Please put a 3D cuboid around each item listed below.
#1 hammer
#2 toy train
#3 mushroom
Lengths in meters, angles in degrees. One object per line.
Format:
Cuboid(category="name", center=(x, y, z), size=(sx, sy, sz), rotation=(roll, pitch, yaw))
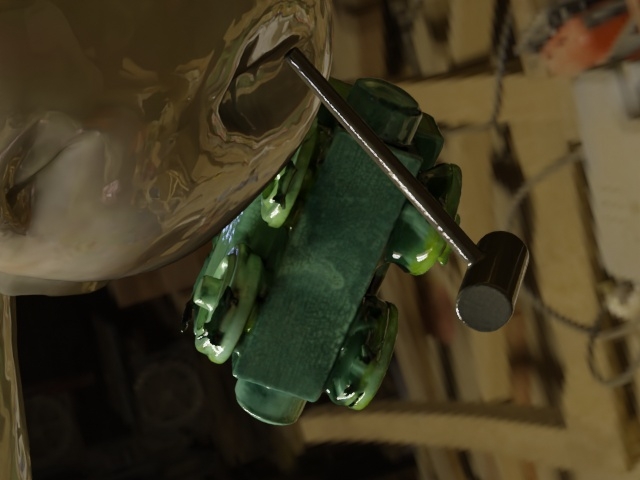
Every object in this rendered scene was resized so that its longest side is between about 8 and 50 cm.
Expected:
Cuboid(category="hammer", center=(0.027, -0.020, 0.508), size=(0.110, 0.019, 0.035), rotation=(49, -149, -14))
Cuboid(category="toy train", center=(0.000, 0.000, 1.196), size=(0.188, 0.159, 0.272), rotation=(-104, 35, -70))
Cuboid(category="mushroom", center=(-0.168, -0.060, 0.614), size=(0.325, 0.353, 0.353), rotation=(-94, -5, -59))
